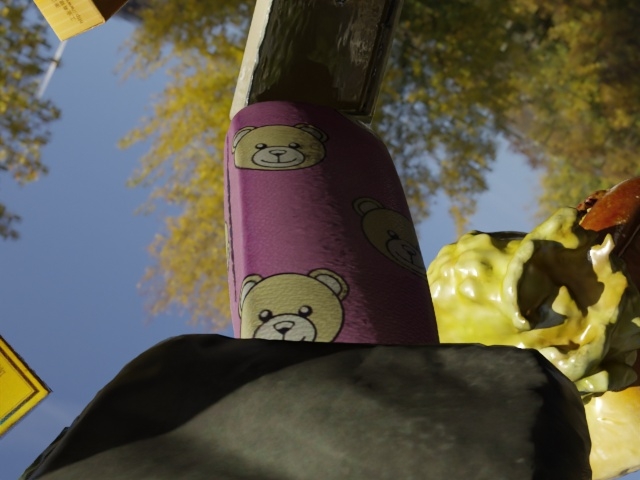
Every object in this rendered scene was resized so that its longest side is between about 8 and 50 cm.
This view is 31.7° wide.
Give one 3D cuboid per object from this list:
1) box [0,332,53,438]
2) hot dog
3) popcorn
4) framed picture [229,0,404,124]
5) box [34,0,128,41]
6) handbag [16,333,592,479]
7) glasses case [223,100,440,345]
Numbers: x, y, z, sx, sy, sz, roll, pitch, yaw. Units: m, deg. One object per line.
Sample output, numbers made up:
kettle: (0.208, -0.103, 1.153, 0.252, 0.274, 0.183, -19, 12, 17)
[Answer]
box: (-0.508, 0.144, 1.420, 0.301, 0.193, 0.084, 49, 165, -2)
hot dog: (0.330, 0.067, 1.249, 0.223, 0.185, 0.405, 49, -130, -5)
popcorn: (0.195, 0.072, 1.034, 0.218, 0.170, 0.189, 14, 161, -21)
framed picture: (0.025, -0.254, 0.999, 0.024, 0.315, 0.232, 23, -165, 27)
box: (-0.259, -0.333, 1.087, 0.237, 0.070, 0.152, 57, -144, -23)
handbag: (-0.007, 0.202, 0.403, 0.247, 0.240, 0.341, -3, -157, 20)
glasses case: (0.000, 0.000, 0.745, 0.123, 0.076, 0.316, 9, -145, -13)
